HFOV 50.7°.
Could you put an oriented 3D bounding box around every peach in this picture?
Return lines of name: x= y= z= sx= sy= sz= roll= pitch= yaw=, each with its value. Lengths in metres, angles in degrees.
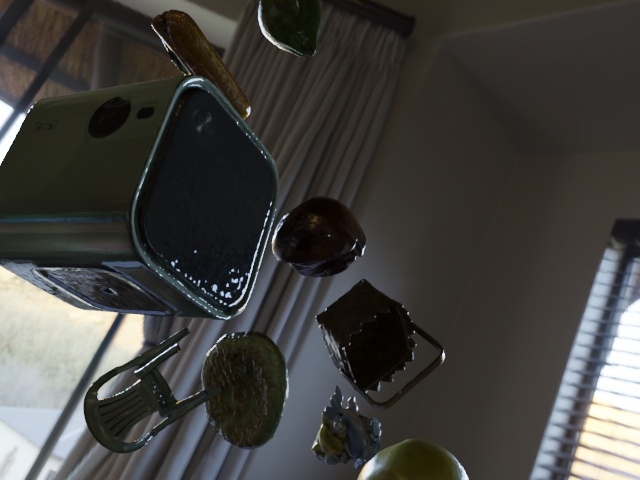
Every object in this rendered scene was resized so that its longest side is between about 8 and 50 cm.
peach: x=0.227 y=0.648 z=1.675 sx=0.281 sy=0.315 sz=0.314 roll=5 pitch=-69 yaw=24

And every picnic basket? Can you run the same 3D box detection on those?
picnic basket: x=0.164 y=0.306 z=1.923 sx=0.321 sy=0.254 sz=0.291 roll=40 pitch=-21 yaw=43

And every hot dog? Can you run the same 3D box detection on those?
hot dog: x=-0.224 y=-0.322 z=1.274 sx=0.100 sy=0.068 sz=0.249 roll=20 pitch=-29 yaw=56

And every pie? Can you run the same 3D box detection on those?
pie: x=-0.197 y=0.384 z=1.745 sx=0.323 sy=0.323 sz=0.070 roll=6 pitch=2 yaw=41

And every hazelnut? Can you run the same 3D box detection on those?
hazelnut: x=-0.007 y=0.002 z=1.303 sx=0.170 sy=0.202 sz=0.160 roll=-30 pitch=-79 yaw=25

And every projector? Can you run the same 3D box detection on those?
projector: x=-0.230 y=-0.046 z=0.863 sx=0.249 sy=0.248 sz=0.248 roll=0 pitch=-29 yaw=28

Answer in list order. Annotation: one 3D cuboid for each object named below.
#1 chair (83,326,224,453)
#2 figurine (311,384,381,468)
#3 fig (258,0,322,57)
chair: x=-0.415 y=0.373 z=1.661 sx=0.203 sy=0.274 sz=0.190 roll=57 pitch=3 yaw=1
figurine: x=0.055 y=0.450 z=1.581 sx=0.184 sy=0.128 sz=0.208 roll=-15 pitch=-71 yaw=30
fig: x=-0.049 y=-0.408 z=1.263 sx=0.156 sy=0.123 sz=0.123 roll=59 pitch=1 yaw=34
